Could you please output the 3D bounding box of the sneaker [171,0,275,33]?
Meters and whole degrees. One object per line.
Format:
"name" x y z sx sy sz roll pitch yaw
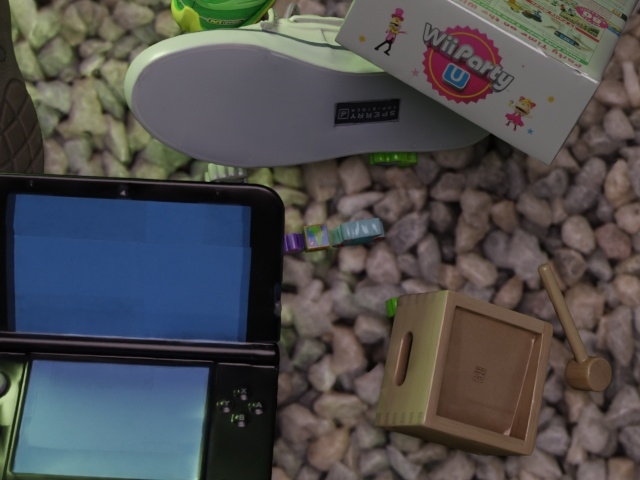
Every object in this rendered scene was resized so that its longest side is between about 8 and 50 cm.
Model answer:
"sneaker" -0.035 -0.320 1.700 0.109 0.123 0.295 33 77 4

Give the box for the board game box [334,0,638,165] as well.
"board game box" 0.165 -0.212 1.610 0.224 0.303 0.097 31 118 3

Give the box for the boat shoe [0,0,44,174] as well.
"boat shoe" -0.349 -0.126 1.652 0.116 0.123 0.324 -10 86 28

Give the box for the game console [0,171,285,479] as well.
"game console" -0.183 0.091 1.541 0.293 0.173 0.250 2 50 1

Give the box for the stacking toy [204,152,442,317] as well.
"stacking toy" 0.000 0.000 1.674 0.221 0.052 0.167 -7 81 -8

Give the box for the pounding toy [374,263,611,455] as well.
"pounding toy" 0.169 0.110 1.642 0.206 0.094 0.181 19 75 -29

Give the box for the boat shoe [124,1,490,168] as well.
"boat shoe" -0.015 -0.166 1.658 0.367 0.156 0.136 -4 122 -17
